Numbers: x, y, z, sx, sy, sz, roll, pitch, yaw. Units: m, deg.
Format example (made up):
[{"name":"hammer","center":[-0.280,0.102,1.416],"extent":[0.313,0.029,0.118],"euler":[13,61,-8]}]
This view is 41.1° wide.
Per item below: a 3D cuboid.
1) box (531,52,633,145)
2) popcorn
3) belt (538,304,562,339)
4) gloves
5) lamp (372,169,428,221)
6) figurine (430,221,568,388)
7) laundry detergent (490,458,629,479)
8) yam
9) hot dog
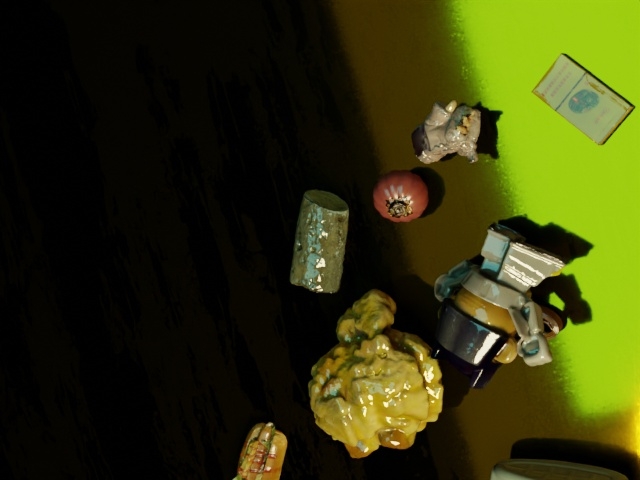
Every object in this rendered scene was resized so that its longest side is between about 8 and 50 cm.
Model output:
[{"name":"box","center":[0.453,-0.245,1.484],"extent":[0.155,0.023,0.087],"euler":[44,113,17]},{"name":"popcorn","center":[0.108,0.260,1.649],"extent":[0.265,0.225,0.332],"euler":[4,88,34]},{"name":"belt","center":[0.399,0.150,1.565],"extent":[0.083,0.036,0.059],"euler":[22,114,25]},{"name":"gloves","center":[0.237,-0.196,1.574],"extent":[0.144,0.094,0.110],"euler":[4,88,47]},{"name":"lamp","center":[0.153,-0.085,1.636],"extent":[0.108,0.092,0.107],"euler":[6,128,7]},{"name":"figurine","center":[0.301,0.119,1.529],"extent":[0.143,0.308,0.308],"euler":[24,114,-18]},{"name":"laundry detergent","center":[0.439,0.611,1.564],"extent":[0.264,0.125,0.397],"euler":[1,100,28]},{"name":"yam","center":[0.000,0.000,1.730],"extent":[0.107,0.107,0.194],"euler":[14,103,27]},{"name":"hot dog","center":[-0.141,0.515,1.903],"extent":[0.104,0.076,0.250],"euler":[24,110,26]}]
